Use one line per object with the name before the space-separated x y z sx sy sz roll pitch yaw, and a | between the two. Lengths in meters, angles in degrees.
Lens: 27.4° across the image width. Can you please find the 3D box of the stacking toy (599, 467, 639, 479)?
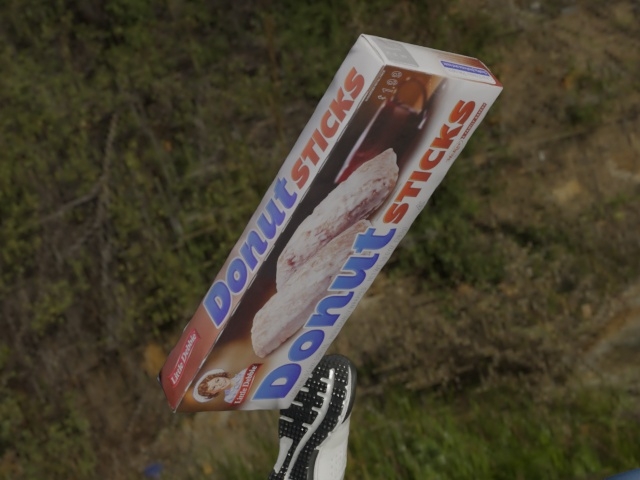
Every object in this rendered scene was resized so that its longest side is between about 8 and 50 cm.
stacking toy | 0.196 0.205 0.412 0.301 0.175 0.166 19 69 8

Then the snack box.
snack box | 0.000 0.000 0.522 0.064 0.178 0.022 4 39 -42

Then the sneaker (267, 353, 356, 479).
sneaker | -0.002 0.117 0.760 0.040 0.109 0.043 23 9 32
